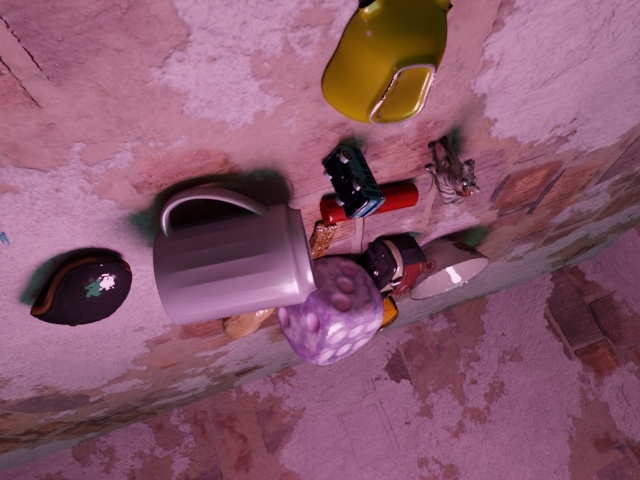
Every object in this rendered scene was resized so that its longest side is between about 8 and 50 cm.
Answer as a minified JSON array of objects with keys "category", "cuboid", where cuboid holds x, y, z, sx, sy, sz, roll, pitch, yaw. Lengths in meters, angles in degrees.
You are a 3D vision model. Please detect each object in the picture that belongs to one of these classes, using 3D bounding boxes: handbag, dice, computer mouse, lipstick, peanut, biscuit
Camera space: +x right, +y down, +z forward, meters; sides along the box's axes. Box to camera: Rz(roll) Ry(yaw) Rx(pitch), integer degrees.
[{"category":"handbag","cuboid":[0.237,0.106,1.666,0.182,0.181,0.254,-8,150,-30]},{"category":"dice","cuboid":[0.030,0.235,1.591,0.270,0.271,0.270,-10,140,-37]},{"category":"computer mouse","cuboid":[-0.589,0.142,1.163,0.183,0.116,0.323,11,142,-42]},{"category":"lipstick","cuboid":[0.137,-0.102,1.283,0.280,0.073,0.073,-13,155,-20]},{"category":"peanut","cuboid":[-0.251,0.255,1.662,0.137,0.122,0.253,-10,152,-50]},{"category":"biscuit","cuboid":[0.000,0.000,1.426,0.064,0.034,0.199,-13,155,-20]}]

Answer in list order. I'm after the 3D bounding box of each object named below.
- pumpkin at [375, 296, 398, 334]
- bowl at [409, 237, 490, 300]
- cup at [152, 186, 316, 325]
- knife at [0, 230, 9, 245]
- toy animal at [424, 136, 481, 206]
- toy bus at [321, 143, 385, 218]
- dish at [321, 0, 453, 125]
[{"category":"pumpkin","cuboid":[0.144,0.280,1.893,0.304,0.225,0.256,-13,152,-16]},{"category":"bowl","cuboid":[0.474,0.090,1.844,0.338,0.157,0.337,-18,155,-9]},{"category":"cup","cuboid":[-0.194,0.017,1.072,0.327,0.236,0.322,-12,121,2]},{"category":"knife","cuboid":[-0.634,-0.012,0.933,0.014,0.005,0.091,-9,154,-22]},{"category":"toy animal","cuboid":[0.320,-0.173,1.171,0.090,0.169,0.255,-19,174,10]},{"category":"toy bus","cuboid":[0.077,-0.130,1.066,0.092,0.160,0.079,0,148,-43]},{"category":"dish","cuboid":[0.132,-0.294,0.833,0.221,0.108,0.262,-12,155,-22]}]
